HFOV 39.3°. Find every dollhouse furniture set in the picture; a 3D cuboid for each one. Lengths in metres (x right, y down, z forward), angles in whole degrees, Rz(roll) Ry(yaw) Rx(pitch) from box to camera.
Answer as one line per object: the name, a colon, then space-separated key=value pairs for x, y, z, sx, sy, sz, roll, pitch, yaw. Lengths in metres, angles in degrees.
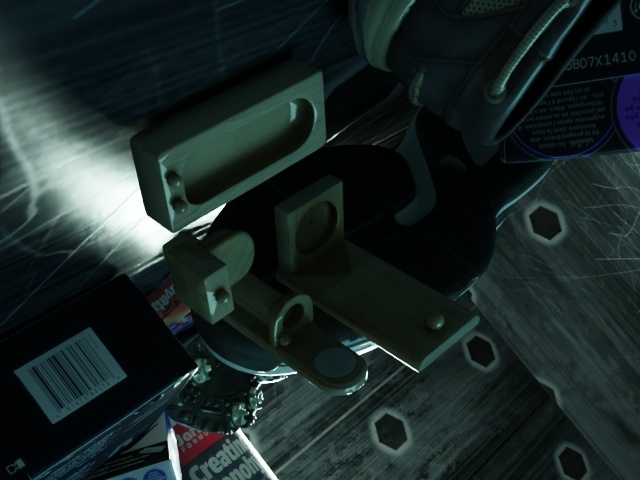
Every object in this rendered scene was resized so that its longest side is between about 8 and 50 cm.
dollhouse furniture set: x=0.000 y=0.000 z=0.498 sx=0.144 sy=0.123 sz=0.151 roll=-33 pitch=138 yaw=-32

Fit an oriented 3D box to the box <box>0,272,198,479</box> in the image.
box: x=-0.193 y=0.124 z=0.641 sx=0.156 sy=0.093 sz=0.158 roll=-32 pitch=168 yaw=-39

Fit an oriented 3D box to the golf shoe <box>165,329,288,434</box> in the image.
golf shoe: x=-0.117 y=0.137 z=0.932 sx=0.120 sy=0.105 sz=0.273 roll=-12 pitch=-177 yaw=16

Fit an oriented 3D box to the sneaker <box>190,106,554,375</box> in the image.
sneaker: x=0.037 y=0.041 z=0.791 sx=0.447 sy=0.169 sz=0.257 roll=-33 pitch=158 yaw=-47

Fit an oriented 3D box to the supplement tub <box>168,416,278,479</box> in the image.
supplement tub: x=-0.158 y=0.283 z=1.007 sx=0.191 sy=0.272 sz=0.191 roll=-38 pitch=172 yaw=-7

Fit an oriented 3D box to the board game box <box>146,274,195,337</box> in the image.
board game box: x=-0.078 y=0.033 z=0.872 sx=0.145 sy=0.027 sz=0.281 roll=-44 pitch=170 yaw=27

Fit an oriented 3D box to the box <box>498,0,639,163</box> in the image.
box: x=0.234 y=-0.142 z=0.677 sx=0.165 sy=0.143 sz=0.270 roll=-4 pitch=-174 yaw=23

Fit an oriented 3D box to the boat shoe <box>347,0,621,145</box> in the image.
boat shoe: x=0.175 y=-0.186 z=0.444 sx=0.355 sy=0.130 sz=0.132 roll=-43 pitch=171 yaw=24

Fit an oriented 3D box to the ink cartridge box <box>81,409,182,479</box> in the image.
ink cartridge box: x=-0.222 y=0.206 z=0.747 sx=0.207 sy=0.046 sz=0.097 roll=-17 pitch=-159 yaw=-8
